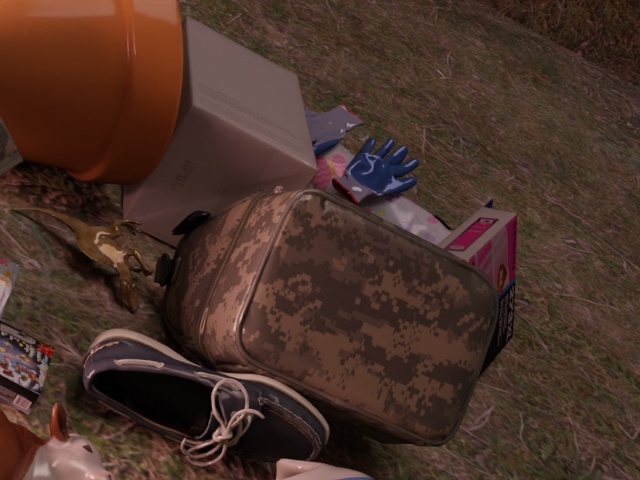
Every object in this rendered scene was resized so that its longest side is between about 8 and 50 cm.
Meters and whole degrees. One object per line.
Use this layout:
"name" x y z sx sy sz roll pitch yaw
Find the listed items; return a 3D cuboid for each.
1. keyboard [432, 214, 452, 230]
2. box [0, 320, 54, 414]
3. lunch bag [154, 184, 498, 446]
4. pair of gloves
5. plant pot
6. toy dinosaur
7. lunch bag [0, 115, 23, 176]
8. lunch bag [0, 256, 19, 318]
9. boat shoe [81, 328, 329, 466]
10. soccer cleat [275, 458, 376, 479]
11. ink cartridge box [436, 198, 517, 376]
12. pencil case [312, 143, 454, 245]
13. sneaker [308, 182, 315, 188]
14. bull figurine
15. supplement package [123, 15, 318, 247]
"keyboard" 0.133 -0.023 2.541 0.180 0.023 0.108 16 21 -37
"box" -0.317 0.099 1.599 0.137 0.027 0.094 29 20 -13
"lunch bag" -0.004 0.080 1.853 0.305 0.212 0.256 25 -15 -24
"pair of gloves" 0.033 -0.123 2.297 0.198 0.023 0.159 40 40 17
"plant pot" -0.309 -0.207 1.972 0.203 0.291 0.291 -2 38 -32
"toy dinosaur" -0.242 0.000 1.894 0.183 0.053 0.093 41 23 18
"lunch bag" -0.430 -0.113 1.598 0.235 0.169 0.287 65 17 -11
"lunch bag" -0.323 0.041 1.607 0.071 0.053 0.083 27 26 -11
"boat shoe" -0.110 0.163 1.672 0.254 0.095 0.079 28 20 -12
"soccer cleat" -0.029 0.288 1.527 0.143 0.116 0.331 20 17 8
"ink cartridge box" 0.201 0.067 2.230 0.069 0.175 0.371 4 14 15
"pencil case" 0.067 -0.034 2.321 0.273 0.113 0.124 37 60 16
"sneaker" 0.000 0.000 2.229 0.132 0.086 0.228 27 31 -30
"bull figurine" -0.314 0.159 1.370 0.310 0.101 0.188 32 23 -6
"supplement package" -0.130 -0.120 2.145 0.175 0.177 0.293 26 23 -19
